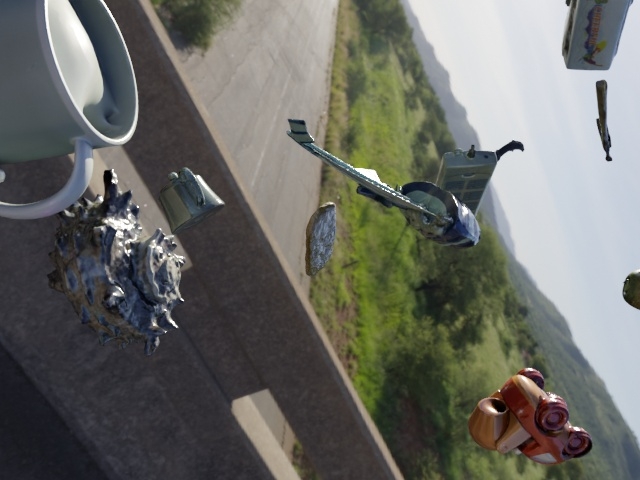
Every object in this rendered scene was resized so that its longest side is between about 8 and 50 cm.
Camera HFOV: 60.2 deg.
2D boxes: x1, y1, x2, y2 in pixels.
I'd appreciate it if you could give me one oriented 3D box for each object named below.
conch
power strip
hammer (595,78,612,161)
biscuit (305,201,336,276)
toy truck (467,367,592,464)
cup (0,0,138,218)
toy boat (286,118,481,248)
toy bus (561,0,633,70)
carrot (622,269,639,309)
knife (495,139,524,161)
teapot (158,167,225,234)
[{"bbox_3d":[-0.329,0.041,0.937,0.313,0.186,0.241,58,34,5],"label":"conch"},{"bbox_3d":[0.224,-0.083,0.886,0.227,0.080,0.029,82,5,-64],"label":"power strip"},{"bbox_3d":[0.695,-0.302,1.352,0.297,0.027,0.125,31,51,-57],"label":"hammer"},{"bbox_3d":[0.000,0.000,0.820,0.071,0.018,0.147,-47,156,-31],"label":"biscuit"},{"bbox_3d":[0.528,0.481,1.430,0.265,0.239,0.189,46,12,-19],"label":"toy truck"},{"bbox_3d":[-0.464,-0.202,0.844,0.259,0.275,0.356,51,32,-76],"label":"cup"},{"bbox_3d":[0.089,-0.078,0.759,0.292,0.070,0.210,32,7,8],"label":"toy boat"},{"bbox_3d":[0.457,-0.431,0.883,0.329,0.109,0.135,64,41,-57],"label":"toy bus"},{"bbox_3d":[0.686,0.124,0.960,0.078,0.298,0.078,20,90,-77],"label":"carrot"},{"bbox_3d":[0.441,-0.208,1.379,0.021,0.222,0.045,23,-47,50],"label":"knife"},{"bbox_3d":[-0.359,-0.121,1.476,0.149,0.162,0.239,60,-24,0],"label":"teapot"}]
